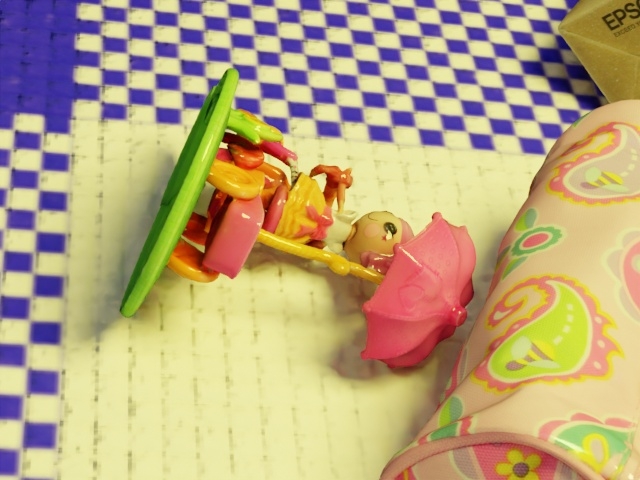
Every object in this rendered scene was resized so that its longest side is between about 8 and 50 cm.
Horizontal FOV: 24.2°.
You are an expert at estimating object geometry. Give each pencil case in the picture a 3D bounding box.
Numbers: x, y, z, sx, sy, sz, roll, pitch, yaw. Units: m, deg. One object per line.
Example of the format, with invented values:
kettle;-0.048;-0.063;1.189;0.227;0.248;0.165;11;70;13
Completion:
pencil case;0.125;0.050;0.689;0.124;0.124;0.284;23;40;9

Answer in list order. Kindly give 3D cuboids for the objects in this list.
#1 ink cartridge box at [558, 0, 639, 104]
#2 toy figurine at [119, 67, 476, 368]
ink cartridge box;0.282;-0.184;0.883;0.088;0.234;0.193;50;52;-12
toy figurine;0.000;0.000;0.746;0.159;0.130;0.173;24;17;-9
